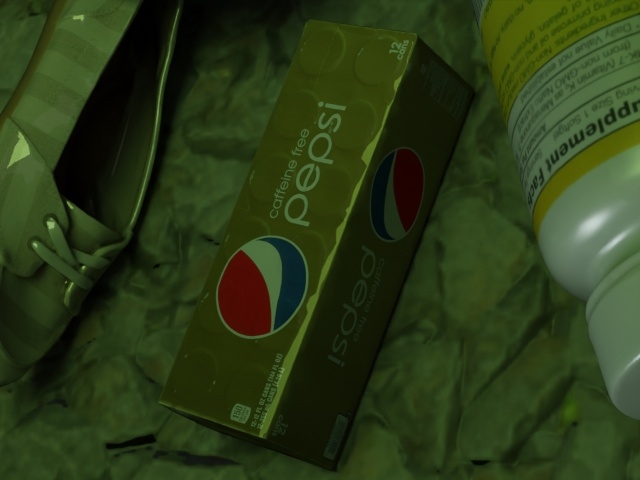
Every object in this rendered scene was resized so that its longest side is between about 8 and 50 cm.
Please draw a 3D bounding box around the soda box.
[{"bbox_3d":[0.000,0.000,0.713,0.061,0.058,0.181,14,77,36],"label":"soda box"}]

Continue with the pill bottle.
[{"bbox_3d":[0.128,-0.046,0.614,0.119,0.119,0.209,-24,59,22],"label":"pill bottle"}]

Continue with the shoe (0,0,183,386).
[{"bbox_3d":[-0.120,-0.035,0.792,0.058,0.076,0.219,4,70,39],"label":"shoe"}]
